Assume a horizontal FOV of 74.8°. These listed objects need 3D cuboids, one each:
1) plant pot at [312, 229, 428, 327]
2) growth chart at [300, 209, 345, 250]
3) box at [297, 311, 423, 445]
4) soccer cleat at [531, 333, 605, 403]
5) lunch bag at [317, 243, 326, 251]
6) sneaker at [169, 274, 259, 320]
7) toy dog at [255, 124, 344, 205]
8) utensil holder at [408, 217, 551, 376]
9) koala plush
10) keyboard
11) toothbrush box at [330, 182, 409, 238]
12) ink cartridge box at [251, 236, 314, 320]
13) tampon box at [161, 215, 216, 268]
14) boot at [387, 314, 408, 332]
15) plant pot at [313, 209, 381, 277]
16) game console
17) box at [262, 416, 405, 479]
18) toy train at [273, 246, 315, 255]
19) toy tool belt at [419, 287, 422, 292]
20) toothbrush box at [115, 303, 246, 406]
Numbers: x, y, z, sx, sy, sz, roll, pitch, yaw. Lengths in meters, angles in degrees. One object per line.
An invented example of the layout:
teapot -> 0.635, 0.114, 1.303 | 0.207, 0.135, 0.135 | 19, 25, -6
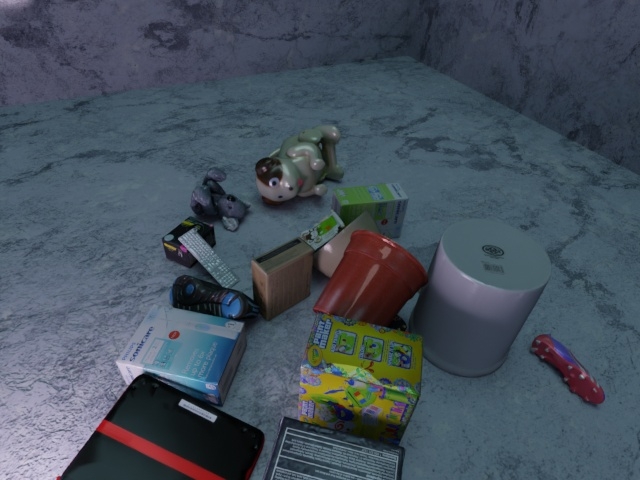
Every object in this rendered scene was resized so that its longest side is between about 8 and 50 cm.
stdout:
plant pot -> 0.132, 0.156, 1.235 | 0.272, 0.272, 0.265 | 28, 70, 25
growth chart -> -0.015, -0.021, 1.602 | 0.237, 0.021, 0.172 | -39, 33, -4
box -> 0.096, 0.371, 1.091 | 0.279, 0.290, 0.177 | 12, 42, 7
soccer cleat -> 0.776, 0.388, 1.300 | 0.095, 0.083, 0.248 | -14, 42, -27
lunch bag -> 0.000, 0.000, 1.672 | 0.053, 0.071, 0.083 | 3, 42, -4
sneaker -> -0.359, 0.205, 1.389 | 0.341, 0.139, 0.125 | 13, 81, 30
toy dog -> -0.126, -0.337, 1.894 | 0.395, 0.284, 0.408 | 22, 46, 19
utensil holder -> 0.472, 0.171, 1.284 | 0.327, 0.385, 0.327 | 3, 40, -2
koala plush -> -0.411, -0.154, 1.762 | 0.221, 0.203, 0.196 | 27, 51, -7
keyboard -> -0.401, 0.068, 1.512 | 0.256, 0.014, 0.072 | 46, 47, 2
toothbrush box -> 0.193, -0.109, 1.713 | 0.283, 0.206, 0.122 | -7, 42, -14
ink cartridge box -> -0.125, 0.128, 1.390 | 0.193, 0.234, 0.088 | -28, 51, -32
tampon box -> -0.498, 0.004, 1.597 | 0.120, 0.101, 0.161 | 20, 43, 17
boot -> 0.215, 0.313, 1.304 | 0.178, 0.085, 0.236 | -20, 31, -27
plant pot -> 0.121, 0.051, 1.513 | 0.191, 0.284, 0.284 | 50, 51, 0
game console -> -0.365, 0.535, 0.988 | 0.386, 0.060, 0.342 | 25, 39, 2
box -> 0.013, 0.594, 0.910 | 0.296, 0.183, 0.294 | 11, 40, 9
toy train -> -0.105, 0.069, 1.608 | 0.166, 0.046, 0.125 | 3, 27, 5
toy tool belt -> 0.385, 0.159, 1.552 | 0.083, 0.052, 0.051 | -24, 80, -25
toothbrush box -> -0.391, 0.327, 1.222 | 0.295, 0.126, 0.216 | 10, 41, 8
